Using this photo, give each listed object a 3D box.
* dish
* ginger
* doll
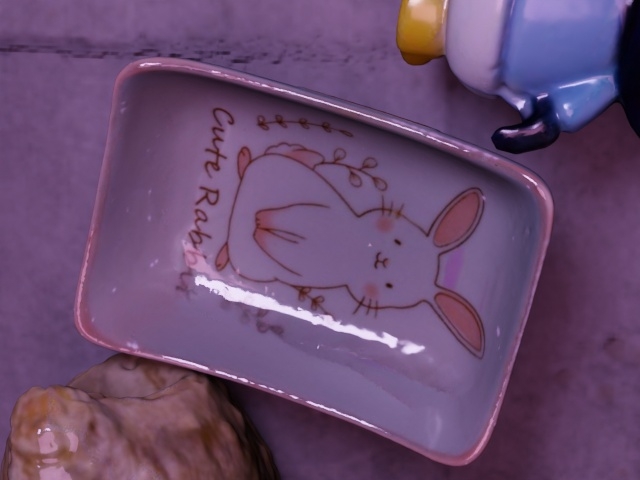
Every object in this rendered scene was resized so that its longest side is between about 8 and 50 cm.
[{"bbox_3d":[0.000,0.000,0.855,0.212,0.077,0.151,18,112,11],"label":"dish"},{"bbox_3d":[-0.090,0.189,0.868,0.130,0.221,0.275,-7,113,16],"label":"ginger"},{"bbox_3d":[0.196,-0.091,0.802,0.314,0.141,0.177,15,76,12],"label":"doll"}]
